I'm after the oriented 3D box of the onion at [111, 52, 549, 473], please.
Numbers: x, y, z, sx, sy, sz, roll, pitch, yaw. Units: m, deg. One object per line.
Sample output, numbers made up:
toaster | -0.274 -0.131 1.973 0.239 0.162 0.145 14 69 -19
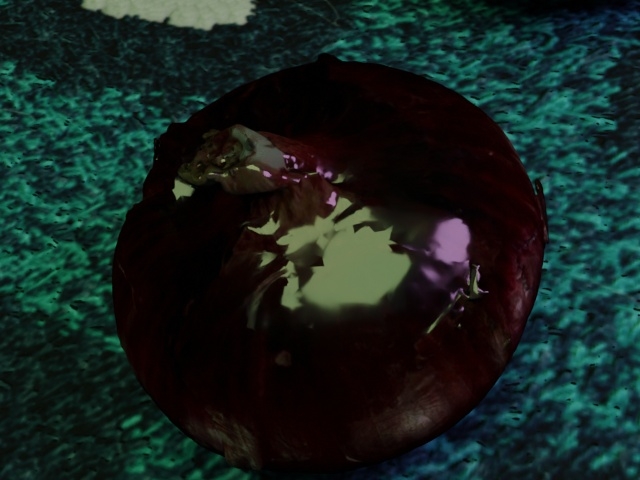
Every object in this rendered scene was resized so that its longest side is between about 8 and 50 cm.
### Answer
onion | 0.000 0.000 0.628 0.314 0.232 0.314 -7 56 10
